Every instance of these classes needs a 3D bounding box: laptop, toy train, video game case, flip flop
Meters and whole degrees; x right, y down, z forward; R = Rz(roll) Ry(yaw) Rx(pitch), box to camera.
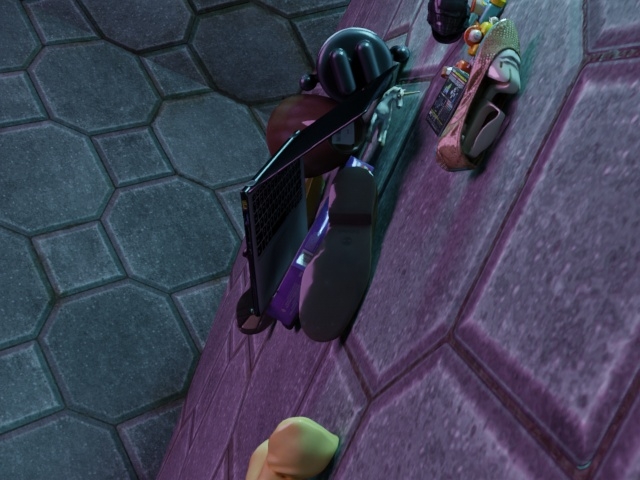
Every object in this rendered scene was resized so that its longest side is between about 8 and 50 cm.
[{"bbox_3d":[0.015,-0.108,1.493,0.382,0.237,0.407,-60,-30,-61],"label":"laptop"},{"bbox_3d":[0.231,-0.315,1.178,0.125,0.046,0.166,145,147,-71],"label":"toy train"},{"bbox_3d":[0.000,-0.054,1.881,0.087,0.011,0.122,-44,24,63],"label":"video game case"},{"bbox_3d":[-0.154,0.152,1.990,0.277,0.112,0.080,-85,-5,-54],"label":"flip flop"}]

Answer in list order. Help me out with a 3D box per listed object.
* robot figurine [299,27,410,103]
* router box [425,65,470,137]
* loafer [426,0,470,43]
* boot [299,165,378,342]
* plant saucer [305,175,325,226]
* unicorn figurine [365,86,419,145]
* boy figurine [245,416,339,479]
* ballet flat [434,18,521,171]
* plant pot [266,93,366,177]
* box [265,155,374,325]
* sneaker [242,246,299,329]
[{"bbox_3d":[0.076,-0.392,1.715,0.278,0.209,0.173,-94,25,-75],"label":"robot figurine"},{"bbox_3d":[0.199,-0.198,1.103,0.122,0.038,0.092,-94,28,-68],"label":"router box"},{"bbox_3d":[0.211,-0.370,1.268,0.223,0.076,0.078,-48,-29,-75],"label":"loafer"},{"bbox_3d":[0.047,0.035,1.292,0.115,0.112,0.305,56,-133,-65],"label":"boot"},{"bbox_3d":[-0.045,-0.083,2.076,0.188,0.045,0.188,127,164,-53],"label":"plant saucer"},{"bbox_3d":[0.129,-0.251,1.519,0.162,0.060,0.111,-154,84,-77],"label":"unicorn figurine"},{"bbox_3d":[-0.068,0.358,1.082,0.285,0.092,0.177,-62,11,19],"label":"boy figurine"},{"bbox_3d":[0.215,-0.178,0.951,0.067,0.073,0.206,29,99,52],"label":"ballet flat"},{"bbox_3d":[0.009,-0.258,1.829,0.230,0.215,0.215,10,77,65],"label":"plant pot"},{"bbox_3d":[0.000,0.000,1.462,0.293,0.057,0.201,-62,1,-35],"label":"box"},{"bbox_3d":[-0.105,0.078,1.688,0.281,0.163,0.106,-83,19,-58],"label":"sneaker"}]
